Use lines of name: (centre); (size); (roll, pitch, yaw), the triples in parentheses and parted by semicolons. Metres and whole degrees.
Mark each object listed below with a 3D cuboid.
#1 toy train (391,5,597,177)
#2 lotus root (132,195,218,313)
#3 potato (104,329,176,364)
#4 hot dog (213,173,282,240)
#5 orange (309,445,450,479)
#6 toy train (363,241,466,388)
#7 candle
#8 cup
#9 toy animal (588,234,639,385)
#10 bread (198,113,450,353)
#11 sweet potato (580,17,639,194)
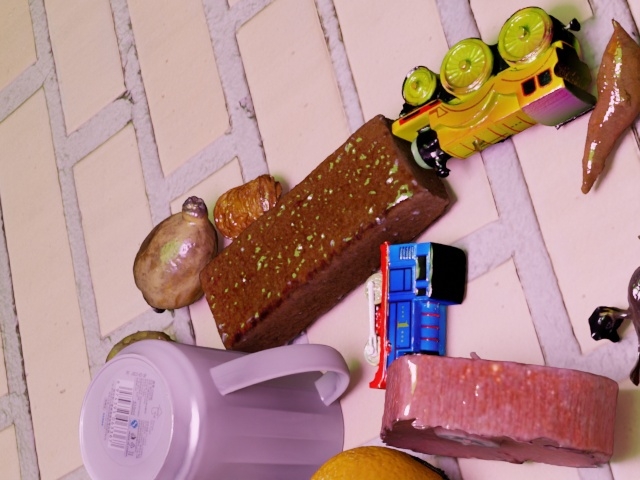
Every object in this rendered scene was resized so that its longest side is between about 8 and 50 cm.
toy train: (0.226, -0.193, 1.848); (0.296, 0.100, 0.161); (-26, 59, 36)
lotus root: (-0.225, 0.025, 2.200); (0.138, 0.138, 0.214); (57, 132, 34)
potato: (-0.266, 0.290, 2.186); (0.176, 0.141, 0.298); (-12, 82, 48)
hot dog: (-0.105, -0.051, 2.151); (0.147, 0.065, 0.099); (-23, 66, 45)
orange: (0.083, 0.377, 1.778); (0.236, 0.236, 0.236); (-10, 74, 41)
toy train: (0.127, 0.104, 1.897); (0.131, 0.082, 0.204); (-5, 78, 40)
candle: (0.187, 0.196, 1.693); (0.317, 0.287, 0.131); (-8, 71, 44)
cup: (-0.129, 0.247, 1.935); (0.323, 0.327, 0.237); (-41, 56, 27)
toy animal: (0.398, 0.068, 1.681); (0.105, 0.070, 0.202); (34, 102, 28)
bread: (0.000, 0.000, 2.016); (0.416, 0.113, 0.165); (-40, 58, 28)
sweet potato: (0.375, -0.165, 1.743); (0.068, 0.068, 0.226); (21, 107, 43)
